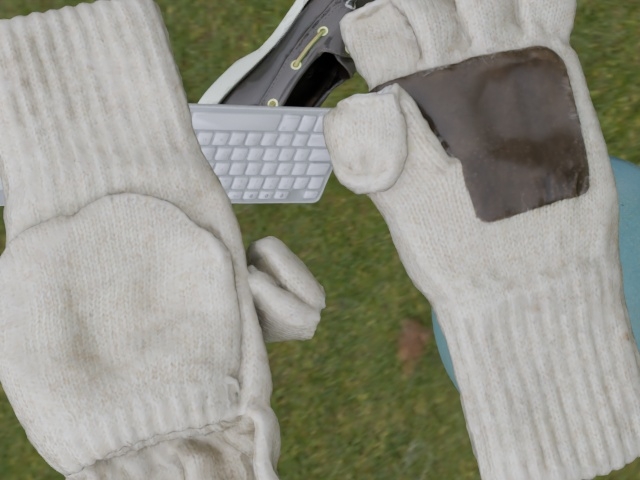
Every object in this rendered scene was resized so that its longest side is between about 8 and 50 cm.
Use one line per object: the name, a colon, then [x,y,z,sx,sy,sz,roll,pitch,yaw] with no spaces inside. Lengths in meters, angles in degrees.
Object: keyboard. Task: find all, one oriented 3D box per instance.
keyboard: [-0.096,-0.050,0.816,0.014,0.256,0.072,61,137,35]

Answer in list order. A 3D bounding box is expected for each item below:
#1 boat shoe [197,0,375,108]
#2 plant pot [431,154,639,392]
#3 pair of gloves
boat shoe: [-0.002,-0.145,1.123,0.069,0.081,0.227,40,83,19]
plant pot: [0.226,0.082,1.373,0.290,0.195,0.290,11,120,20]
pair of gloves: [0.000,0.000,0.513,0.240,0.042,0.204,-6,78,-12]
